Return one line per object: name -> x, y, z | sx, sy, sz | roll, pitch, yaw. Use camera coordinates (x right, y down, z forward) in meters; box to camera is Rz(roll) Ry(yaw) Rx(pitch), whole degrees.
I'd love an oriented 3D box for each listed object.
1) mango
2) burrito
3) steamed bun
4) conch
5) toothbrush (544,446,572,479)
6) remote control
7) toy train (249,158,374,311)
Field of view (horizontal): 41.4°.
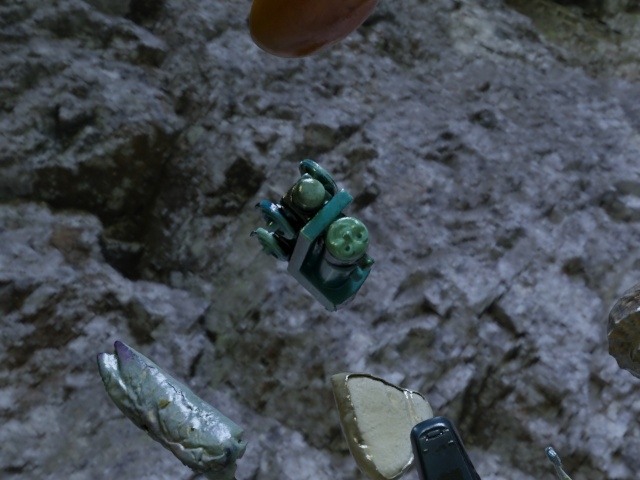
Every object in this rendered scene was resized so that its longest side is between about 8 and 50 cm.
mango -> -0.014, -0.295, 1.000 | 0.217, 0.141, 0.102 | -30, 4, 42
burrito -> -0.227, 0.249, 1.237 | 0.096, 0.309, 0.066 | -60, -33, 1
steamed bun -> 0.125, 0.374, 1.681 | 0.212, 0.231, 0.110 | 2, -31, -37
conch -> 0.424, 0.100, 1.009 | 0.207, 0.130, 0.155 | -50, -59, -43
toothbrush -> 0.442, 0.443, 1.489 | 0.022, 0.026, 0.263 | -38, -56, -7
remote control -> 0.158, 0.307, 0.951 | 0.072, 0.222, 0.042 | -19, -19, 1
toy train -> 0.000, 0.000, 1.290 | 0.120, 0.194, 0.298 | -45, -5, -13
